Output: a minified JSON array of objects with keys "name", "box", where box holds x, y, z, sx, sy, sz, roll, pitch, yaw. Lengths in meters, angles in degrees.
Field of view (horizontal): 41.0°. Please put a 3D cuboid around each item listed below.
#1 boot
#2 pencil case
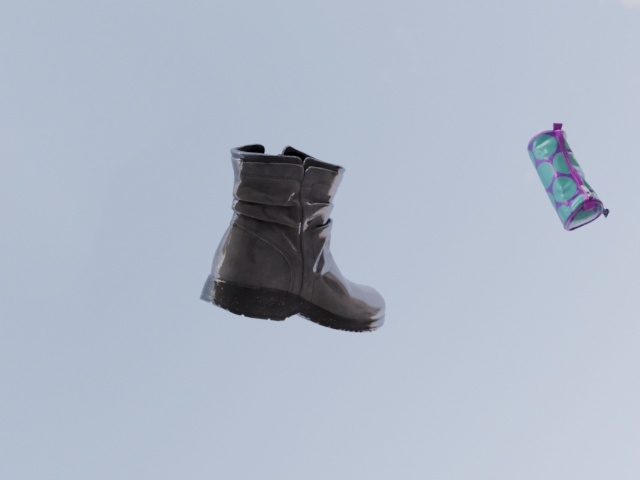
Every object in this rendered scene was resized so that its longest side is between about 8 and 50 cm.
[{"name":"boot","box":[0.000,0.000,1.155,0.338,0.118,0.222,13,-88,-52]},{"name":"pencil case","box":[0.351,-0.090,1.226,0.065,0.070,0.151,-5,-124,-19]}]
